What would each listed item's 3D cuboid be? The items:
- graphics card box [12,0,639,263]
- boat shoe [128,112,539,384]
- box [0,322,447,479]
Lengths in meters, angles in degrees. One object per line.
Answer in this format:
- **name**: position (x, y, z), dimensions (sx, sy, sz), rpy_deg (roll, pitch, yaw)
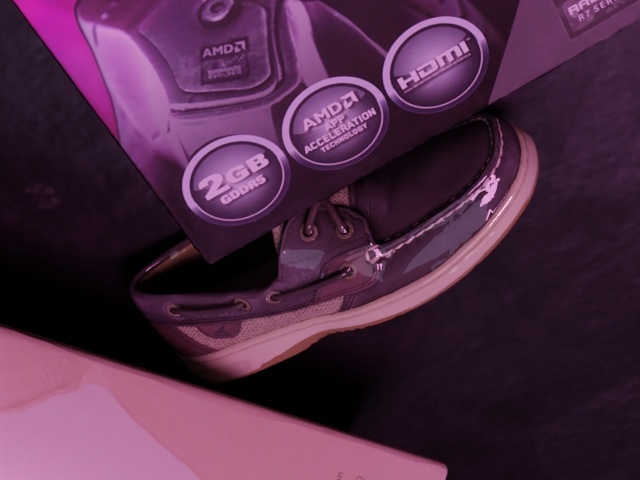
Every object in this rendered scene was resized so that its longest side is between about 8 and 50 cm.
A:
- **graphics card box**: position (-0.040, -0.187, 0.567), dimensions (0.233, 0.094, 0.371), rpy_deg (-29, 128, 5)
- **boat shoe**: position (-0.001, -0.001, 0.773), dimensions (0.223, 0.080, 0.073), rpy_deg (-29, 131, 29)
- **box**: position (-0.112, 0.121, 0.806), dimensions (0.311, 0.121, 0.148), rpy_deg (20, 172, -22)
